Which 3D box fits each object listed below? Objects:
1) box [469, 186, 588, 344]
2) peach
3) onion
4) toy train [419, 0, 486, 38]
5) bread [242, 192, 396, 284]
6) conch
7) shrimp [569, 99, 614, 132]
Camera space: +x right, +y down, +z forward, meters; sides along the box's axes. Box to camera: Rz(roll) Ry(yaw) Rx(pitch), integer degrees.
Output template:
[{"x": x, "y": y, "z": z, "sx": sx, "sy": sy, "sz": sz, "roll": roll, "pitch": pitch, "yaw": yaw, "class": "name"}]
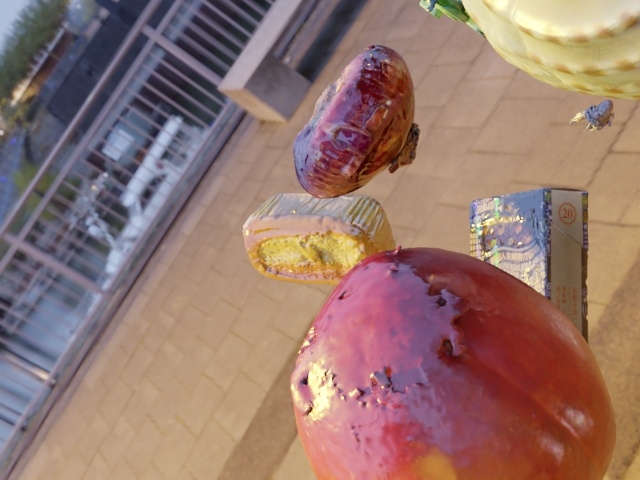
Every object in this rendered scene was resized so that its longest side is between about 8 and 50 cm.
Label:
[{"x": 0.315, "y": 0.083, "z": 1.361, "sx": 0.198, "sy": 0.084, "sz": 0.310, "roll": 170, "pitch": 103, "yaw": -65, "class": "box"}, {"x": 0.143, "y": 0.180, "z": 0.993, "sx": 0.370, "sy": 0.370, "sz": 0.370, "roll": -46, "pitch": 22, "yaw": 25, "class": "peach"}, {"x": 0.062, "y": -0.151, "z": 1.243, "sx": 0.230, "sy": 0.163, "sz": 0.230, "roll": -49, "pitch": 17, "yaw": 20, "class": "onion"}, {"x": 0.151, "y": -0.333, "z": 1.030, "sx": 0.132, "sy": 0.243, "sz": 0.188, "roll": -53, "pitch": -23, "yaw": 19, "class": "toy train"}, {"x": 0.000, "y": 0.000, "z": 1.606, "sx": 0.288, "sy": 0.152, "sz": 0.119, "roll": 3, "pitch": 42, "yaw": 34, "class": "bread"}, {"x": 0.226, "y": -0.210, "z": 0.673, "sx": 0.303, "sy": 0.319, "sz": 0.215, "roll": 22, "pitch": 82, "yaw": 43, "class": "conch"}, {"x": 0.382, "y": -0.168, "z": 1.226, "sx": 0.029, "sy": 0.038, "sz": 0.092, "roll": -53, "pitch": 9, "yaw": -11, "class": "shrimp"}]
